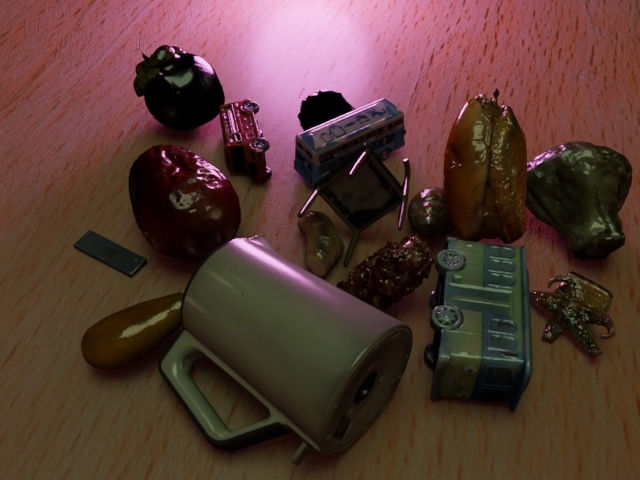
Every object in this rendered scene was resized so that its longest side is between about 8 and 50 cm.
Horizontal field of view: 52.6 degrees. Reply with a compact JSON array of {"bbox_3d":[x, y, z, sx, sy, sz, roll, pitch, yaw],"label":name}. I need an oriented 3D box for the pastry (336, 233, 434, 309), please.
[{"bbox_3d":[0.133,0.071,1.314,0.115,0.208,0.097,57,26,-2],"label":"pastry"}]

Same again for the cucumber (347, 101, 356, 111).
[{"bbox_3d":[0.100,-0.347,1.814,0.036,0.033,0.184,-1,41,-37],"label":"cucumber"}]

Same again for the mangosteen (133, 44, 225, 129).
[{"bbox_3d":[-0.383,-0.412,1.743,0.243,0.243,0.243,0,46,0],"label":"mangosteen"}]

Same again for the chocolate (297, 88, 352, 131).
[{"bbox_3d":[0.004,-0.344,1.768,0.156,0.156,0.133,-10,20,-10],"label":"chocolate"}]

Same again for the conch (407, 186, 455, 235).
[{"bbox_3d":[0.265,-0.069,1.503,0.173,0.106,0.116,-13,66,-31],"label":"conch"}]

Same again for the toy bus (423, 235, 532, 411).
[{"bbox_3d":[0.305,0.153,1.253,0.190,0.152,0.312,8,46,8],"label":"toy bus"}]

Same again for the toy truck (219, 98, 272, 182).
[{"bbox_3d":[-0.197,-0.254,1.673,0.114,0.107,0.252,-9,45,-7],"label":"toy truck"}]

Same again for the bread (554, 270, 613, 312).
[{"bbox_3d":[0.554,0.116,1.359,0.106,0.053,0.072,37,79,33],"label":"bread"}]

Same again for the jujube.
[{"bbox_3d":[-0.314,-0.089,1.453,0.223,0.223,0.318,-24,47,-21],"label":"jujube"}]

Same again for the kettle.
[{"bbox_3d":[-0.085,0.214,1.170,0.377,0.250,0.361,31,82,29],"label":"kettle"}]

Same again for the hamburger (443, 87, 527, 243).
[{"bbox_3d":[0.349,-0.146,1.367,0.170,0.290,0.314,1,83,15],"label":"hamburger"}]

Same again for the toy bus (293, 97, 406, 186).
[{"bbox_3d":[0.077,-0.250,1.651,0.297,0.131,0.106,-27,53,-22],"label":"toy bus"}]

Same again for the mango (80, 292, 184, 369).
[{"bbox_3d":[-0.349,0.170,1.250,0.227,0.099,0.136,-29,13,-9],"label":"mango"}]

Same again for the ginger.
[{"bbox_3d":[-0.002,0.001,1.455,0.095,0.069,0.190,-23,48,3],"label":"ginger"}]

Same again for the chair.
[{"bbox_3d":[0.090,-0.101,1.433,0.166,0.188,0.272,48,32,-10],"label":"chair"}]

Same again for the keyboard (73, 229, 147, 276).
[{"bbox_3d":[-0.476,0.029,1.465,0.176,0.014,0.055,23,51,21],"label":"keyboard"}]

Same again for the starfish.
[{"bbox_3d":[0.502,0.150,1.320,0.210,0.053,0.150,30,74,41],"label":"starfish"}]

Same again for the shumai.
[{"bbox_3d":[0.565,-0.088,1.432,0.261,0.225,0.222,25,47,0],"label":"shumai"}]
